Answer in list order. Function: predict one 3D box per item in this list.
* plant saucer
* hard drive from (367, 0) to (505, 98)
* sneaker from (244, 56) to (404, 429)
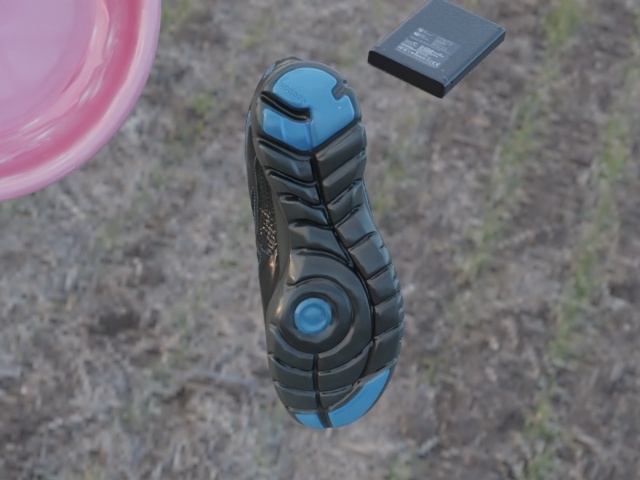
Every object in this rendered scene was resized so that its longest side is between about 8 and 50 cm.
[{"bbox_3d":[-0.303,-0.198,1.399,0.332,0.332,0.084,-2,15,-23],"label":"plant saucer"},{"bbox_3d":[0.125,-0.208,1.762,0.094,0.022,0.135,28,46,20],"label":"hard drive"},{"bbox_3d":[0.000,0.000,1.499,0.125,0.341,0.139,-5,14,-9],"label":"sneaker"}]
